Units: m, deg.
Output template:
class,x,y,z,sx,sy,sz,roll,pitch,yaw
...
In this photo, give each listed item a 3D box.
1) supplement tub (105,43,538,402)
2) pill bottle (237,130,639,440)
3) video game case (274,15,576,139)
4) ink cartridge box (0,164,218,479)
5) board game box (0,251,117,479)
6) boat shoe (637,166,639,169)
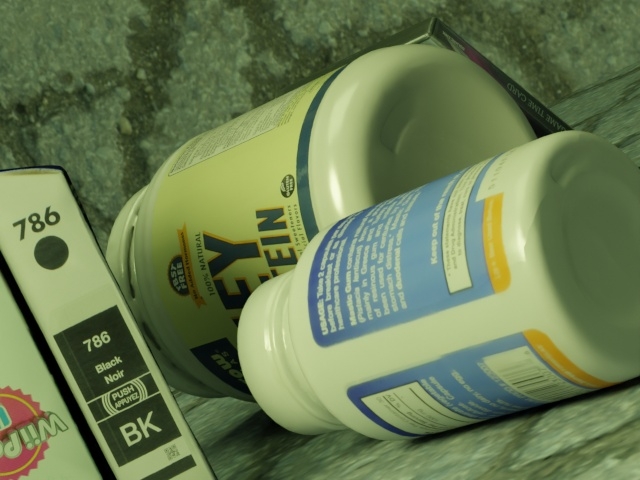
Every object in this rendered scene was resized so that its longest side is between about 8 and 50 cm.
class,x,y,z,sx,sy,sz,roll,pitch,yaw
supplement tub,0.000,0.000,1.407,0.325,0.235,0.235,-21,8,47
pill bottle,0.077,0.041,1.116,0.272,0.152,0.152,-21,9,43
video game case,0.122,-0.072,1.485,0.196,0.274,0.026,-21,42,47
ink cartridge box,-0.155,0.051,1.176,0.065,0.332,0.165,-28,7,-6
board game box,-0.220,0.099,1.189,0.097,0.303,0.224,-26,6,-7
boat shoe,0.211,-0.005,1.229,0.109,0.089,0.258,-29,6,-13
